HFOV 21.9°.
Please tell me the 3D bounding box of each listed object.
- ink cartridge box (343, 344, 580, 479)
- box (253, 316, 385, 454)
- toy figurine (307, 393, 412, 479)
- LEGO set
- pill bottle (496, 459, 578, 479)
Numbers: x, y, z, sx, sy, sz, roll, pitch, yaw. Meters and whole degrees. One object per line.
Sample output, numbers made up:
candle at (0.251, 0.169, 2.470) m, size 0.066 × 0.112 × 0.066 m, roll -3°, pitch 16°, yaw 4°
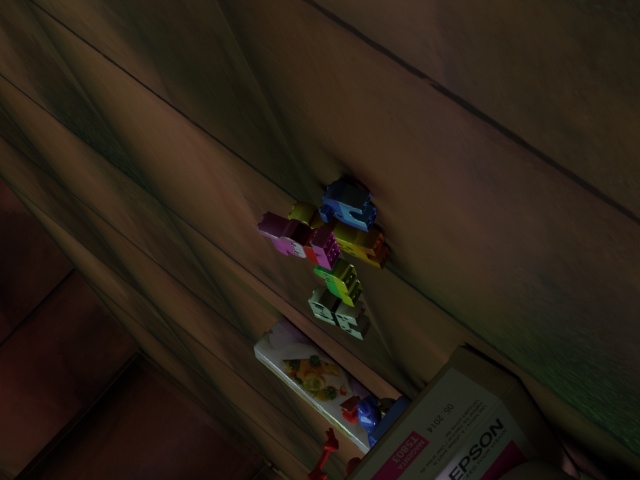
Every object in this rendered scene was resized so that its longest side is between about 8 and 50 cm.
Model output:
ink cartridge box at (0.128, 0.254, 1.635) m, size 0.088 × 0.234 × 0.193 m, roll 32°, pitch 165°, yaw 44°
box at (0.044, 0.235, 2.287) m, size 0.324 × 0.063 × 0.067 m, roll 41°, pitch 170°, yaw 11°
toy figurine at (0.128, 0.293, 1.935) m, size 0.362 × 0.191 × 0.217 m, roll 37°, pitch 162°, yaw 24°
LEGO set at (0.000, 0.000, 1.508) m, size 0.093 × 0.087 × 0.227 m, roll 23°, pitch 162°, yaw 19°
pill bottle at (0.290, 0.342, 1.520) m, size 0.334 × 0.188 × 0.188 m, roll 33°, pitch 165°, yaw 44°
